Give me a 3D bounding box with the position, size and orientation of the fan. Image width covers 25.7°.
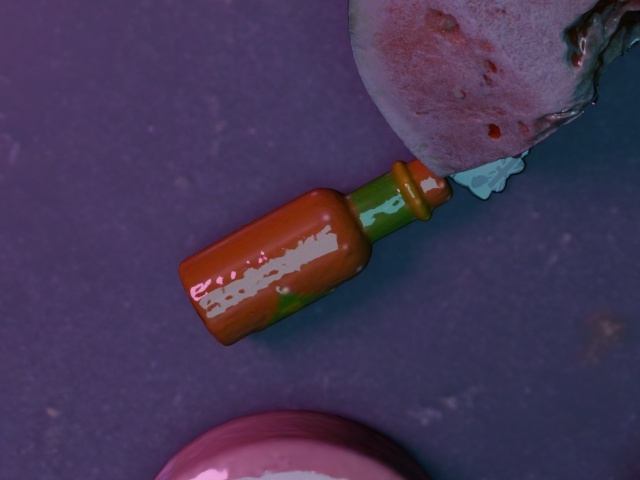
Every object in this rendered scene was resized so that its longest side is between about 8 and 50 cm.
[{"bbox_3d":[0.101,-0.068,0.950,0.083,0.004,0.056,44,98,-6],"label":"fan"}]

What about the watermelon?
[{"bbox_3d":[0.139,-0.199,0.818,0.322,0.175,0.188,-36,112,21],"label":"watermelon"}]

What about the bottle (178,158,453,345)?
[{"bbox_3d":[0.000,0.000,0.932,0.187,0.069,0.069,-29,99,7],"label":"bottle"}]

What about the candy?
[{"bbox_3d":[-0.021,0.247,0.966,0.255,0.094,0.255,0,101,0],"label":"candy"}]
